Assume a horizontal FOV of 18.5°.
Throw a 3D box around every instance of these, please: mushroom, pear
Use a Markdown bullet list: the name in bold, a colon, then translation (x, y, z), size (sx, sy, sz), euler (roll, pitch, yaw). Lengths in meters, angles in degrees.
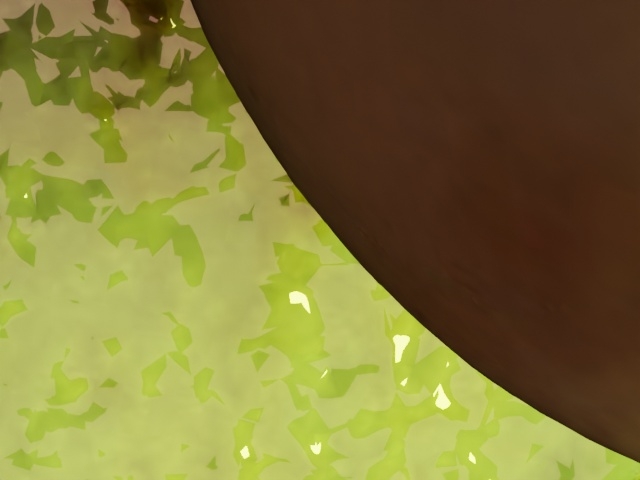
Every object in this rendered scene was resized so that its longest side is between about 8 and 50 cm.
- **mushroom**: translation (0.142, -0.120, 0.410), size (0.362, 0.294, 0.362), euler (1, 94, 16)
- **pear**: translation (-0.004, -0.001, 0.576), size (0.288, 0.139, 0.239), euler (5, 94, -10)
